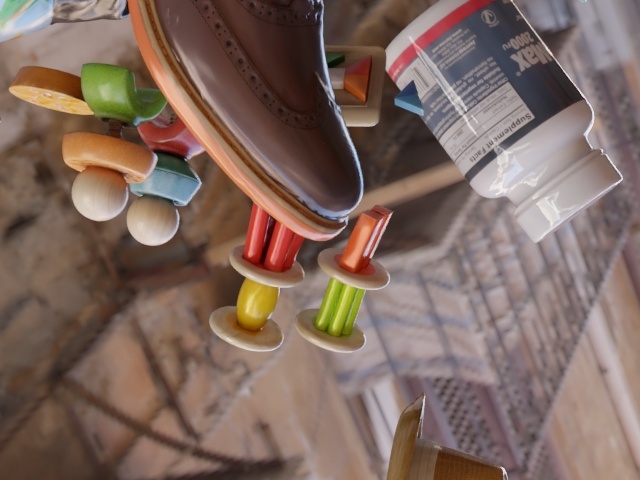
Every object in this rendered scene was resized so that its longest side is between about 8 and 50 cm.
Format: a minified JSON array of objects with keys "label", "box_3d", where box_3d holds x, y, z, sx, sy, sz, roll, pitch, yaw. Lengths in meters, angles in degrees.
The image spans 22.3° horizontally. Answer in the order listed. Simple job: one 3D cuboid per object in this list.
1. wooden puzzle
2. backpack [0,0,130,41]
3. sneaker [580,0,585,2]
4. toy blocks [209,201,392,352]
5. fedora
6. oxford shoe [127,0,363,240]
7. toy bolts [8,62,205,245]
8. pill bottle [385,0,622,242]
[{"label":"wooden puzzle","box_3d":[0.006,-0.101,1.043,0.116,0.014,0.078,-3,-135,1]},{"label":"backpack","box_3d":[-0.313,-0.204,0.868,0.356,0.290,0.273,-21,175,-2]},{"label":"sneaker","box_3d":[0.162,-0.212,1.070,0.065,0.076,0.166,-49,170,-6]},{"label":"toy blocks","box_3d":[0.000,0.000,1.095,0.123,0.148,0.054,3,-152,-34]},{"label":"fedora","box_3d":[0.080,0.199,1.063,0.079,0.194,0.194,7,-156,7]},{"label":"oxford shoe","box_3d":[-0.035,-0.132,0.759,0.098,0.271,0.097,-25,-179,24]},{"label":"toy bolts","box_3d":[-0.236,-0.089,1.815,0.218,0.158,0.228,7,170,35]},{"label":"pill bottle","box_3d":[0.138,-0.094,1.202,0.108,0.180,0.108,-35,174,-5]}]
